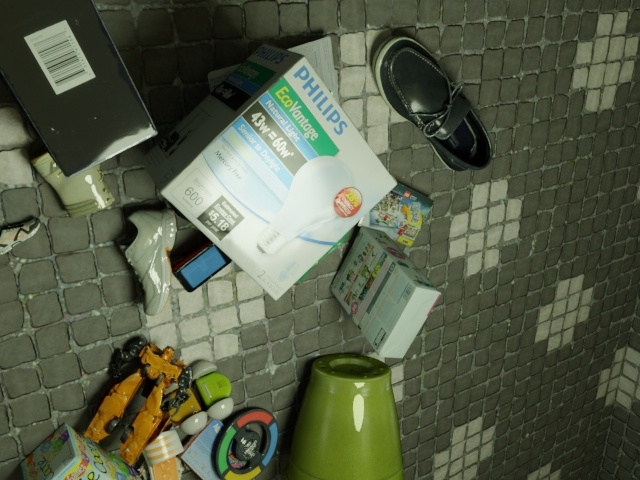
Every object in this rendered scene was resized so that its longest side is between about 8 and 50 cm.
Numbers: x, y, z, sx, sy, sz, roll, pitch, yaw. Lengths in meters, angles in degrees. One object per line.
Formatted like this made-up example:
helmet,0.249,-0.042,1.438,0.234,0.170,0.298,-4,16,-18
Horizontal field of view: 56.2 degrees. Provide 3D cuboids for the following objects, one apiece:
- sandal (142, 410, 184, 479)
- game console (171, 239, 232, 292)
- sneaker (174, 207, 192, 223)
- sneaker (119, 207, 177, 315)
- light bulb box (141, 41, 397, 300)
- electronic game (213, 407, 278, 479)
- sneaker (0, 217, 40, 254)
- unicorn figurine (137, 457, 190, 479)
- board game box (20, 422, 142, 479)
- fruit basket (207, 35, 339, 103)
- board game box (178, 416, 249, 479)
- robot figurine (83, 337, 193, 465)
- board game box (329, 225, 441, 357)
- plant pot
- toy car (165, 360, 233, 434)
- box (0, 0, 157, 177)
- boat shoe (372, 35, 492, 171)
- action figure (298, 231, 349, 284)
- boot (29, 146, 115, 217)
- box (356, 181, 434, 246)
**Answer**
sandal,-0.404,0.573,1.582,0.101,0.076,0.266,-18,100,-46
game console,-0.288,0.060,1.481,0.144,0.124,0.085,-39,99,-13
sneaker,-0.204,-0.068,1.467,0.297,0.111,0.130,23,85,-40
sneaker,-0.411,0.048,1.399,0.120,0.099,0.263,3,101,-25
light bulb box,-0.101,-0.143,1.235,0.361,0.225,0.358,-44,124,-2
electronic game,-0.213,0.601,1.752,0.229,0.048,0.230,-13,109,-42
sneaker,-0.637,-0.016,1.249,0.109,0.040,0.044,-38,123,-14
unicorn figurine,-0.436,0.632,1.651,0.161,0.060,0.111,-30,124,-38
board game box,-0.577,0.607,1.488,0.142,0.144,0.275,-43,127,-10
fruit basket,-0.092,-0.287,1.439,0.353,0.165,0.327,-33,126,-36
board game box,-0.290,0.640,1.739,0.145,0.027,0.281,-46,128,-25
robot figurine,-0.444,0.387,1.484,0.211,0.085,0.291,32,86,2
board game box,0.166,0.136,1.638,0.097,0.303,0.224,11,116,-35
plant pot,0.084,0.538,1.783,0.366,0.366,0.354,-1,99,-32
toy car,-0.324,0.423,1.589,0.181,0.159,0.136,-25,156,-22
box,-0.478,-0.327,1.048,0.178,0.312,0.344,-32,123,-17
boat shoe,0.325,-0.363,1.647,0.187,0.156,0.500,-49,126,-3
action figure,0.000,0.000,1.649,0.232,0.063,0.137,-36,123,-10
boot,-0.474,-0.157,1.271,0.213,0.077,0.165,-31,123,-12
box,0.214,-0.088,1.760,0.233,0.044,0.159,21,98,-37
